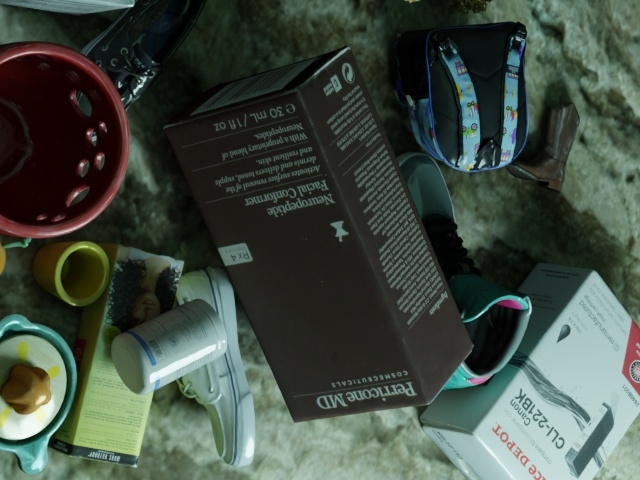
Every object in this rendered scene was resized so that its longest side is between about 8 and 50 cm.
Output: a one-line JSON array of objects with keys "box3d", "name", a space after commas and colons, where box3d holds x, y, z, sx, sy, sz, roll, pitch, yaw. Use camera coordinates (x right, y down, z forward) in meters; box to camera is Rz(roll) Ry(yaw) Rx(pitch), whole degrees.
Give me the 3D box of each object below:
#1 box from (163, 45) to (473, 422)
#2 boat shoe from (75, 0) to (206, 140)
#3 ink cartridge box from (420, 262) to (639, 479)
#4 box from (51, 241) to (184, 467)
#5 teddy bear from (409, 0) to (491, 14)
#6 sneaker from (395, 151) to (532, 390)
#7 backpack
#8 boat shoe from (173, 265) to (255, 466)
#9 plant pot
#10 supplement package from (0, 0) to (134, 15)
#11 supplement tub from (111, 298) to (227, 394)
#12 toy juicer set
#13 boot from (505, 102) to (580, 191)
[{"box3d": [0.000, 0.000, 1.794, 0.143, 0.191, 0.381, -47, 117, -51], "name": "box"}, {"box3d": [-0.196, -0.198, 1.745, 0.080, 0.076, 0.228, 47, 69, -25], "name": "boat shoe"}, {"box3d": [0.283, 0.194, 2.048, 0.273, 0.114, 0.197, -50, 117, -19], "name": "ink cartridge box"}, {"box3d": [-0.220, 0.123, 1.762, 0.087, 0.058, 0.232, 14, 86, -32], "name": "box"}, {"box3d": [0.147, -0.398, 1.945, 0.338, 0.113, 0.245, -54, 125, -26], "name": "teddy bear"}, {"box3d": [0.159, 0.042, 1.923, 0.124, 0.178, 0.295, -15, 101, -30], "name": "sneaker"}, {"box3d": [0.170, -0.170, 1.952, 0.158, 0.117, 0.173, -10, 98, -31], "name": "backpack"}, {"box3d": [-0.129, 0.144, 1.818, 0.076, 0.083, 0.226, -8, 85, -21], "name": "boat shoe"}, {"box3d": [-0.308, -0.100, 1.624, 0.191, 0.174, 0.191, -2, 94, -31], "name": "plant pot"}, {"box3d": [-0.294, -0.371, 1.632, 0.204, 0.145, 0.261, 5, 91, -31], "name": "supplement package"}, {"box3d": [-0.160, 0.112, 1.723, 0.107, 0.071, 0.071, -25, 106, -32], "name": "supplement tub"}, {"box3d": [-0.339, 0.143, 1.655, 0.209, 0.089, 0.329, 17, 86, -43], "name": "toy juicer set"}, {"box3d": [0.285, -0.129, 2.074, 0.106, 0.037, 0.114, 20, 86, -45], "name": "boot"}]
